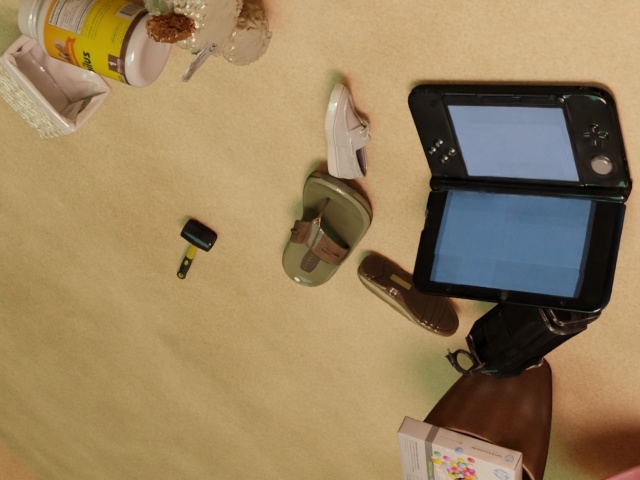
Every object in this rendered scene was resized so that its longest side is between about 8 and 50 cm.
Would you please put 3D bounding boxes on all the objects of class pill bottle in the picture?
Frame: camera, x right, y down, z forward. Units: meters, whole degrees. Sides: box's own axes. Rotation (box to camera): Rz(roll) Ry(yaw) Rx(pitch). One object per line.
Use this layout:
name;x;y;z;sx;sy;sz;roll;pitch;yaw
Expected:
pill bottle;-0.338;-0.312;1.774;0.215;0.117;0.117;21;142;16

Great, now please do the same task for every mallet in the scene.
mallet;-0.243;0.019;2.158;0.062;0.039;0.189;36;148;-7

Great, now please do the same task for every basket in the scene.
basket;-0.446;-0.257;1.924;0.103;0.113;0.167;-13;125;49

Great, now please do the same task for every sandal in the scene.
sandal;0.001;0.001;1.909;0.120;0.086;0.303;28;144;6

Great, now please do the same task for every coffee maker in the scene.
coffee maker;0.306;0.131;1.764;0.120;0.171;0.178;48;143;7

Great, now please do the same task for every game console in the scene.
game console;0.246;-0.060;1.585;0.293;0.173;0.250;5;136;32

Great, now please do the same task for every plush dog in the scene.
plush dog;-0.191;-0.359;1.580;0.225;0.210;0.262;47;149;26

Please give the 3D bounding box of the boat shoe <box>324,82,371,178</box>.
boat shoe;0.043;-0.153;1.724;0.063;0.066;0.184;11;139;11

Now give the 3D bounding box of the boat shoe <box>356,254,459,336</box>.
boat shoe;0.142;0.095;1.943;0.190;0.068;0.072;39;157;7

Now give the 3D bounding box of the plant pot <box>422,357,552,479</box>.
plant pot;0.281;0.283;1.904;0.215;0.230;0.215;19;141;16

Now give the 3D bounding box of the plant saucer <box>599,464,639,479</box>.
plant saucer;0.444;0.440;1.902;0.332;0.332;0.084;-49;58;54

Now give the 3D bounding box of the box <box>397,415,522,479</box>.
box;0.212;0.347;1.802;0.186;0.038;0.145;14;140;22
